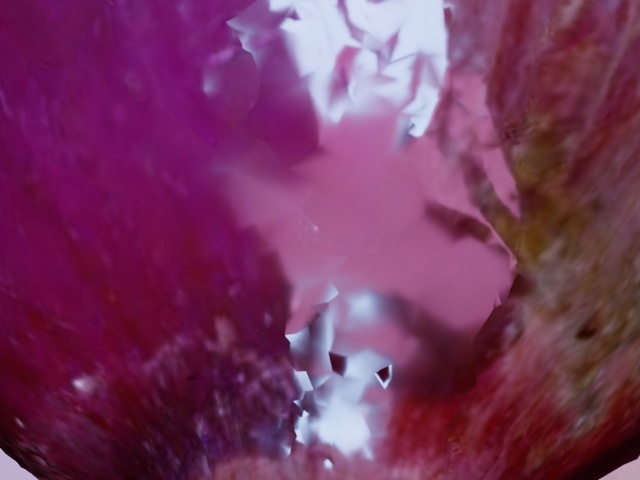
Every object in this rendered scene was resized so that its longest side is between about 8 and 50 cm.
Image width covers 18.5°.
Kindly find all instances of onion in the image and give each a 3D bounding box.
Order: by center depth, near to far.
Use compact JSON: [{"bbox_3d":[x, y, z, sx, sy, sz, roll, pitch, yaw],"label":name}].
[{"bbox_3d":[0.000,0.000,0.632,0.348,0.385,0.347,3,138,2],"label":"onion"}]
